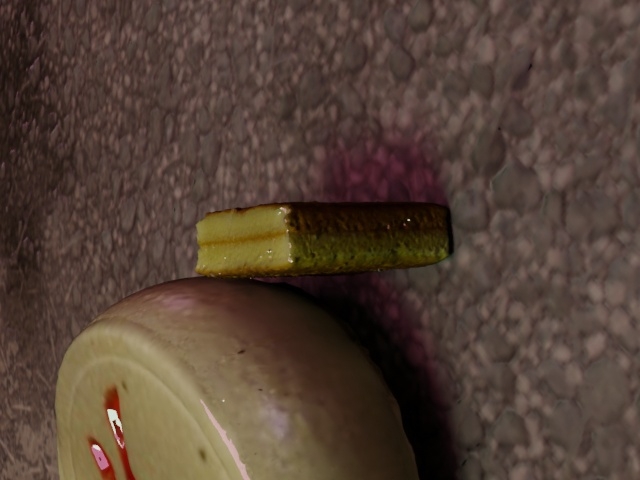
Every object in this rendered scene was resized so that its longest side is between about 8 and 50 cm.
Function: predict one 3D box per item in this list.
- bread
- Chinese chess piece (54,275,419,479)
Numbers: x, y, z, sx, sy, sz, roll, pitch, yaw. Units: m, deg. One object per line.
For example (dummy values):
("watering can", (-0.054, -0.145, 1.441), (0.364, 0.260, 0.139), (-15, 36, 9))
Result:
("bread", (0.000, 0.000, 0.555), (0.090, 0.094, 0.035), (-6, 85, 55))
("Chinese chess piece", (-0.048, 0.142, 0.600), (0.249, 0.103, 0.250), (22, 118, 48))
